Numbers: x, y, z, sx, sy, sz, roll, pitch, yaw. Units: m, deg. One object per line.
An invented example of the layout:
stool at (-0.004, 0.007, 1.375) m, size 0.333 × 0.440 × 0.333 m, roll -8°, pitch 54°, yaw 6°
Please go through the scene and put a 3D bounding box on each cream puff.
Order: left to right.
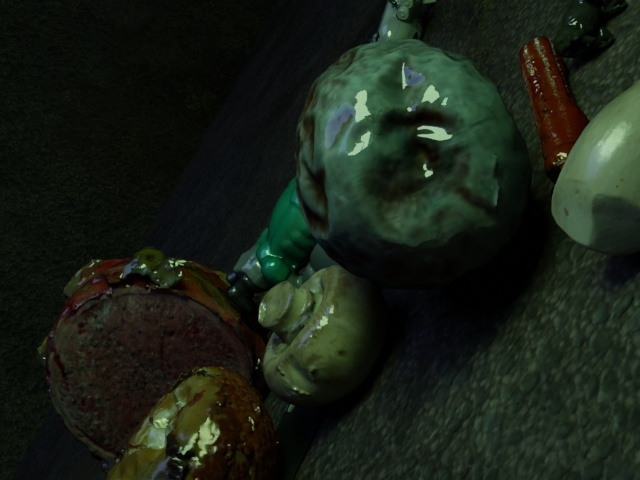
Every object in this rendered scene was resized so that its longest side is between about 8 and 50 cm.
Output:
cream puff at (-0.140, 0.260, 1.128) m, size 0.240 × 0.164 × 0.240 m, roll -39°, pitch 14°, yaw 12°

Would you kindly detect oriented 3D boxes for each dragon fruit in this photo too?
dragon fruit at (-0.227, 0.137, 1.403) m, size 0.314 × 0.296 × 0.263 m, roll -42°, pitch 16°, yaw 16°

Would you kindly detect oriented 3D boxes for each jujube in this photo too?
jujube at (0.078, -0.076, 1.004) m, size 0.215 × 0.246 × 0.308 m, roll -24°, pitch 2°, yaw 1°

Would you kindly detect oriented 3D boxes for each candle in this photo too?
candle at (0.237, -0.133, 1.024) m, size 0.051 × 0.048 × 0.329 m, roll -8°, pitch 32°, yaw 10°

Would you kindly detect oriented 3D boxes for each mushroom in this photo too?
mushroom at (-0.002, 0.101, 1.112) m, size 0.166 × 0.127 × 0.166 m, roll -51°, pitch 22°, yaw 31°
mushroom at (0.260, -0.084, 0.790) m, size 0.212 × 0.088 × 0.097 m, roll -51°, pitch 25°, yaw -6°

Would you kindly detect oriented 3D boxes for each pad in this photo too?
pad at (-0.053, 0.265, 1.155) m, size 0.193 × 0.004 × 0.116 m, roll -63°, pitch 17°, yaw -21°

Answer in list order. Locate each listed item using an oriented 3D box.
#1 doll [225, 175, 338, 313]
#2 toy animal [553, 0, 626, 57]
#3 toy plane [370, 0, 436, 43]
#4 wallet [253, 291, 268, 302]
doll at (0.002, -0.015, 1.283) m, size 0.258 × 0.153 × 0.195 m, roll -28°, pitch 36°, yaw 40°
toy animal at (0.291, -0.251, 1.092) m, size 0.065 × 0.047 × 0.135 m, roll -28°, pitch 33°, yaw 61°
toy plane at (0.139, -0.370, 1.698) m, size 0.174 × 0.080 × 0.174 m, roll -157°, pitch 90°, yaw -88°
wallet at (-0.091, 0.061, 1.596) m, size 0.152 × 0.039 × 0.118 m, roll -46°, pitch 17°, yaw 26°
